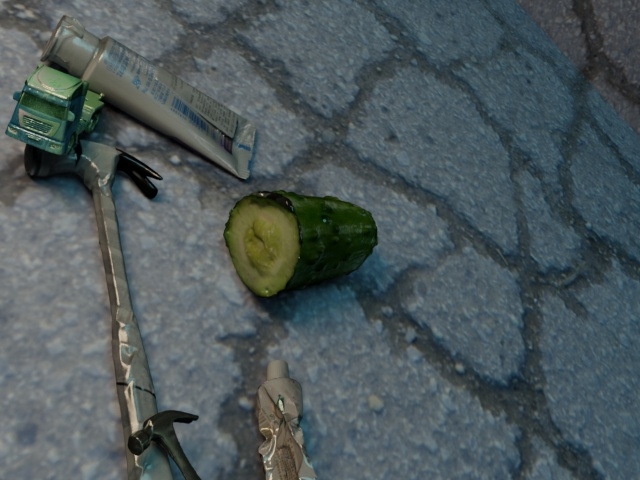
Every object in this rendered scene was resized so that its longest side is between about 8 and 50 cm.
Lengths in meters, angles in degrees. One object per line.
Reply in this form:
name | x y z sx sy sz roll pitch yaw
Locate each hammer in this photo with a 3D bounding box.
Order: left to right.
hammer | -0.220 0.069 0.727 0.152 0.044 0.426 6 56 -36
hammer | -0.106 0.250 0.657 0.201 0.021 0.078 59 30 -3

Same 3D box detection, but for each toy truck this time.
toy truck | -0.286 -0.159 0.780 0.067 0.081 0.175 21 21 -8

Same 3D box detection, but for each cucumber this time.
cucumber | 0.002 -0.002 0.903 0.244 0.134 0.134 -3 60 -50

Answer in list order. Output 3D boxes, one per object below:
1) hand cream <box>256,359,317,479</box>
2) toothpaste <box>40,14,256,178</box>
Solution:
hand cream | -0.024 0.240 0.720 0.050 0.084 0.256 16 45 -38
toothpaste | -0.215 -0.188 0.917 0.299 0.073 0.114 28 44 -29
